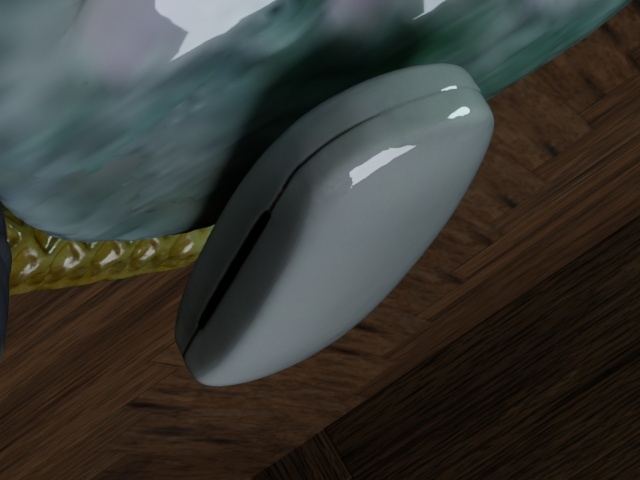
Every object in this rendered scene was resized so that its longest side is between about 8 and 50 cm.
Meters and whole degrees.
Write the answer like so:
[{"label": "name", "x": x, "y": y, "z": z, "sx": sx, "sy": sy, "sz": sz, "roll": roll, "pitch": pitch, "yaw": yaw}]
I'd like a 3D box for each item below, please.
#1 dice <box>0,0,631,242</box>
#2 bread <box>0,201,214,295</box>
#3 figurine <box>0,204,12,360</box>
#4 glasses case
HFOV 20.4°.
[{"label": "dice", "x": -0.048, "y": -0.214, "z": 0.582, "sx": 0.348, "sy": 0.330, "sz": 0.328, "roll": -30, "pitch": 163, "yaw": 0}, {"label": "bread", "x": -0.216, "y": 0.002, "z": 1.319, "sx": 0.368, "sy": 0.084, "sz": 0.077, "roll": -6, "pitch": 110, "yaw": -51}, {"label": "figurine", "x": -0.326, "y": -0.013, "z": 0.831, "sx": 0.266, "sy": 0.361, "sz": 0.377, "roll": -60, "pitch": -164, "yaw": 12}, {"label": "glasses case", "x": 0.000, "y": 0.000, "z": 0.620, "sx": 0.074, "sy": 0.049, "sz": 0.193, "roll": -22, "pitch": 162, "yaw": -27}]
